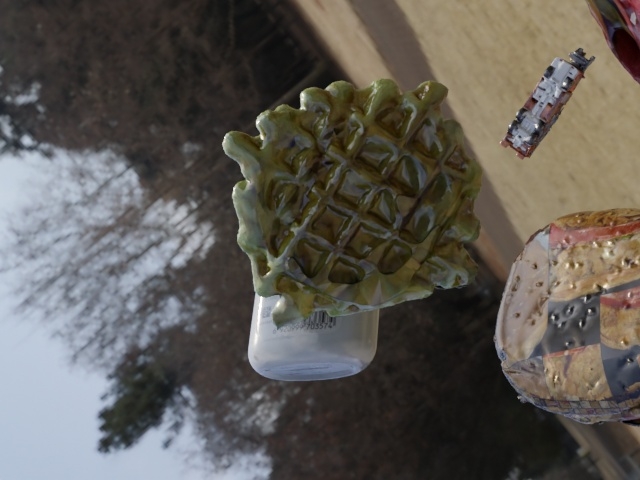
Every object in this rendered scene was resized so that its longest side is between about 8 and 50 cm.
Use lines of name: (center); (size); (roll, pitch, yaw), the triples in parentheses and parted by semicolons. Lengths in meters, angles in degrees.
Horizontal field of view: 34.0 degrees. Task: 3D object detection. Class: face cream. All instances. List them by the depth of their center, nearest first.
face cream: (0.000, 0.000, 1.093); (0.071, 0.144, 0.291); (41, -134, -52)

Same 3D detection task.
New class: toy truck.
toy truck: (0.157, -0.095, 0.720); (0.024, 0.083, 0.032); (39, -158, 23)

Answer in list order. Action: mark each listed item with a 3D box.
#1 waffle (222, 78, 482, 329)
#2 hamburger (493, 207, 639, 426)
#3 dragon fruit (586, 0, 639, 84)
waffle: (0.034, -0.037, 0.908); (0.054, 0.223, 0.204); (-135, 33, -82)
hamburger: (0.266, 0.063, 0.960); (0.107, 0.231, 0.231); (31, -164, -42)
dragon fruit: (0.295, -0.160, 0.668); (0.307, 0.243, 0.227); (59, -171, -25)
